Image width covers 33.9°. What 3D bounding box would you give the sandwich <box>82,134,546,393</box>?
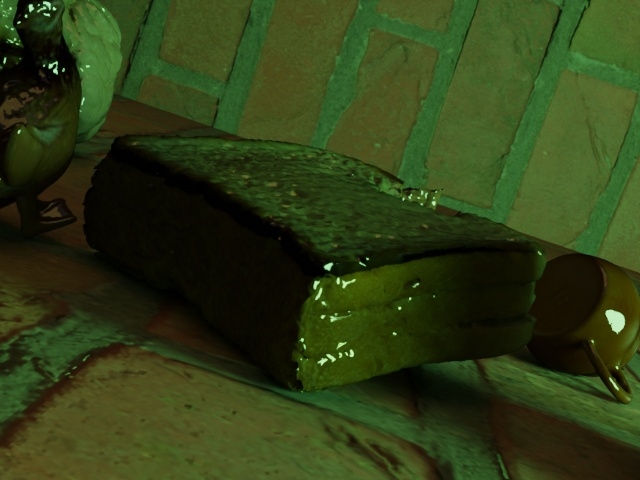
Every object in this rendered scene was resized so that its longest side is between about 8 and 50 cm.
[{"bbox_3d":[0.000,0.002,0.753,0.248,0.095,0.273,-4,22,-40],"label":"sandwich"}]

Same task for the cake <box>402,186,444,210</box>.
[{"bbox_3d":[-0.035,-0.004,0.966,0.295,0.113,0.116,1,10,-27],"label":"cake"}]

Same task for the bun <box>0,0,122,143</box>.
[{"bbox_3d":[-0.368,-0.230,1.231,0.281,0.205,0.281,18,6,-2],"label":"bun"}]

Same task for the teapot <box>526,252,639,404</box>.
[{"bbox_3d":[0.243,0.079,0.948,0.116,0.116,0.173,16,35,-21],"label":"teapot"}]

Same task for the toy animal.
[{"bbox_3d":[-0.215,-0.080,0.714,0.089,0.179,0.188,17,34,6],"label":"toy animal"}]
